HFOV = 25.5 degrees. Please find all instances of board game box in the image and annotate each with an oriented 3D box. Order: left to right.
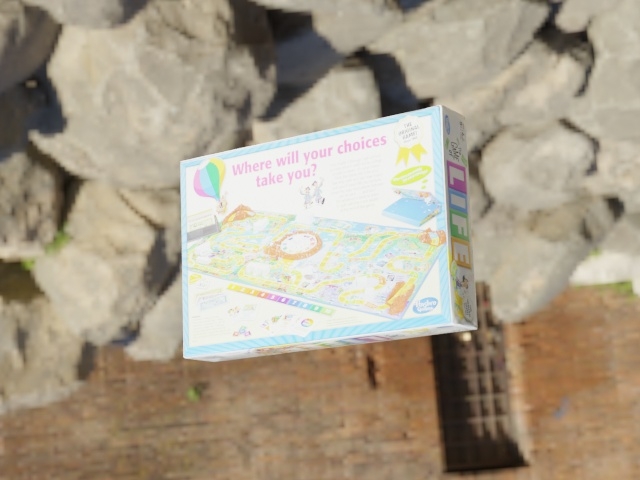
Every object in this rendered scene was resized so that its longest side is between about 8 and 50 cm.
[{"bbox_3d":[0.000,0.000,0.689,0.154,0.104,0.026,-9,166,32],"label":"board game box"}]
